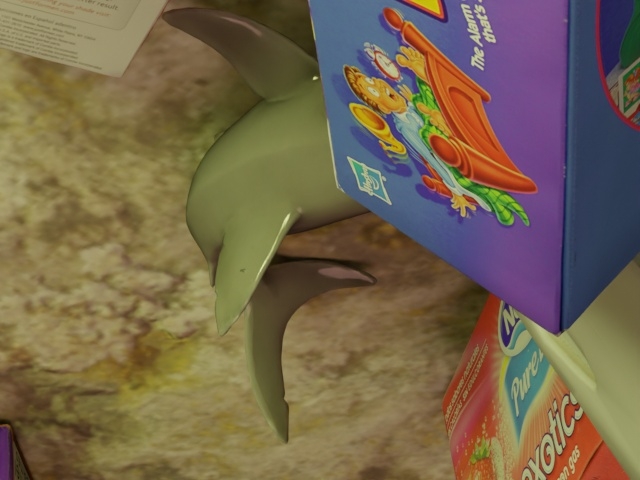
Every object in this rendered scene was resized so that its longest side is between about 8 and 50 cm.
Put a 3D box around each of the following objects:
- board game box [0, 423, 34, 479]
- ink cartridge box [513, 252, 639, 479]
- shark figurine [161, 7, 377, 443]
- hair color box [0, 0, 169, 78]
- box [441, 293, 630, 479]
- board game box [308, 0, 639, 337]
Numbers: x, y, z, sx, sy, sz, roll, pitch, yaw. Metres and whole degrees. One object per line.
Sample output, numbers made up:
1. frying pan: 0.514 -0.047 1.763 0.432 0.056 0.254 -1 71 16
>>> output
1. board game box: -0.317 0.368 1.001 0.356 0.356 0.356 -8 145 -1
2. ink cartridge box: 0.203 -0.062 0.551 0.307 0.223 0.129 -27 144 -7
3. shark figurine: -0.024 0.003 0.751 0.166 0.116 0.278 21 151 -13
4. hair color box: -0.082 -0.138 0.604 0.093 0.053 0.167 13 141 -26
5. box: 0.172 0.059 0.801 0.154 0.142 0.300 0 143 -12
6. board game box: 0.136 -0.171 0.405 0.347 0.078 0.233 -44 151 -22
